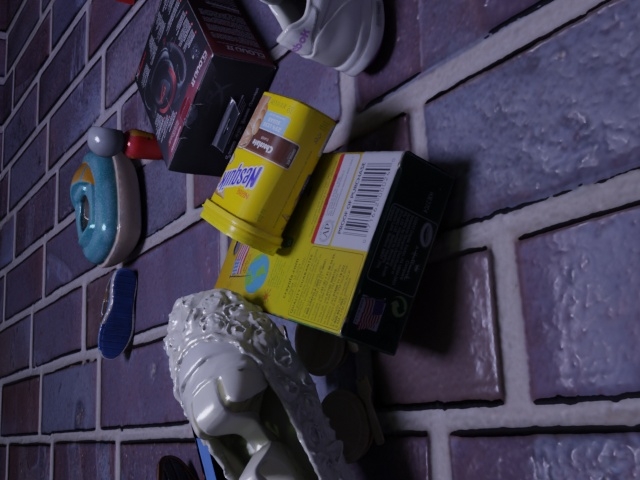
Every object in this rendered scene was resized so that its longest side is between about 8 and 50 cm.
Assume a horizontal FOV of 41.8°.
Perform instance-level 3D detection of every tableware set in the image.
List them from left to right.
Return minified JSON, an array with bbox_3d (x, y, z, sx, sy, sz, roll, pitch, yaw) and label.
[{"bbox_3d":[0.021,0.169,1.002,0.128,0.039,0.194,-34,62,40],"label":"tableware set"}]

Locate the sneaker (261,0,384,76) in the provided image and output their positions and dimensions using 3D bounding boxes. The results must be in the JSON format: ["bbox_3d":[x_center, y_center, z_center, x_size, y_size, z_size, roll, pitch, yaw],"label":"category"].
[{"bbox_3d":[-0.007,-0.351,1.019,0.114,0.152,0.305,-39,52,52],"label":"sneaker"}]

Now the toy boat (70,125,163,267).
[{"bbox_3d":[-0.420,-0.115,1.650,0.318,0.148,0.267,-50,45,43],"label":"toy boat"}]

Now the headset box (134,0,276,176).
[{"bbox_3d":[-0.190,-0.257,1.336,0.218,0.110,0.293,-62,38,33],"label":"headset box"}]

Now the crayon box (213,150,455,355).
[{"bbox_3d":[0.000,0.000,0.976,0.318,0.081,0.202,11,79,58],"label":"crayon box"}]

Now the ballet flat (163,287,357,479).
[{"bbox_3d":[-0.056,0.213,0.878,0.409,0.147,0.147,54,133,18],"label":"ballet flat"}]

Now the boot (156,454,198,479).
[{"bbox_3d":[-0.229,0.455,1.319,0.106,0.082,0.219,-57,43,33],"label":"boot"}]

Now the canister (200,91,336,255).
[{"bbox_3d":[-0.061,-0.081,0.976,0.126,0.073,0.170,30,94,59],"label":"canister"}]

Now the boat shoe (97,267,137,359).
[{"bbox_3d":[-0.407,0.147,1.678,0.066,0.066,0.183,-4,72,63],"label":"boat shoe"}]

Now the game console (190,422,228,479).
[{"bbox_3d":[-0.125,0.396,1.123,0.213,0.044,0.361,-23,80,58],"label":"game console"}]

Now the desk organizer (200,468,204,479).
[{"bbox_3d":[-0.127,0.355,1.203,0.130,0.047,0.050,7,93,58],"label":"desk organizer"}]

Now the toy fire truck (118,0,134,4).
[{"bbox_3d":[-0.384,-0.588,1.760,0.135,0.047,0.192,44,121,53],"label":"toy fire truck"}]
